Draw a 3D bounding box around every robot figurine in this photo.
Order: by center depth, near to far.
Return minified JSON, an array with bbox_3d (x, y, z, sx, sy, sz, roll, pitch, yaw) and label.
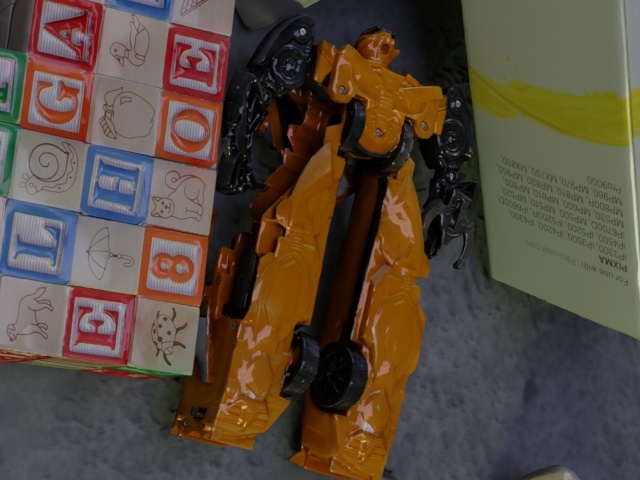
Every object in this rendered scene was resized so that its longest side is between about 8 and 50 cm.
[{"bbox_3d":[0.000,0.000,1.064,0.211,0.085,0.291,21,75,-35],"label":"robot figurine"}]

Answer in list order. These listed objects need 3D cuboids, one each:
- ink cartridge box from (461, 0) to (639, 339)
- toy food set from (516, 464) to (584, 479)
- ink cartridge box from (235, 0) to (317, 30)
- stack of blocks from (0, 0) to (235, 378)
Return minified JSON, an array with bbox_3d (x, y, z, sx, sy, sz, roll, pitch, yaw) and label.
[{"bbox_3d":[0.242,-0.165,1.099,0.279,0.160,0.385,-27,122,-31],"label":"ink cartridge box"},{"bbox_3d":[0.152,0.340,1.112,0.220,0.092,0.306,43,68,-18],"label":"toy food set"},{"bbox_3d":[0.035,-0.295,1.104,0.278,0.117,0.201,-32,100,-28],"label":"ink cartridge box"},{"bbox_3d":[-0.154,-0.074,0.994,0.171,0.087,0.297,11,79,-27],"label":"stack of blocks"}]
